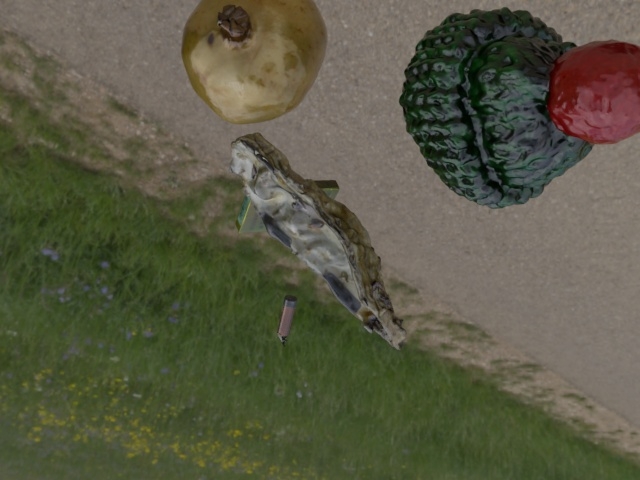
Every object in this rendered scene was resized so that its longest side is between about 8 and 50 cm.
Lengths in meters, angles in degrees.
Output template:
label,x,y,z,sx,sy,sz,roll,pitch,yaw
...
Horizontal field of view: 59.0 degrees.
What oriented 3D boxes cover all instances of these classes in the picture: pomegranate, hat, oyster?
label,x,y,z,sx,sy,sz,roll,pitch,yaw
pomegranate,-0.130,-0.367,1.100,0.307,0.308,0.307,6,153,3
hat,0.269,-0.162,0.727,0.274,0.242,0.332,34,178,-27
oyster,0.001,-0.001,0.729,0.345,0.078,0.128,49,145,3

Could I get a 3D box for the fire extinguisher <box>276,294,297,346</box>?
label,x,y,z,sx,sy,sz,roll,pitch,yaw
fire extinguisher,-0.055,0.130,0.912,0.022,0.083,0.028,-1,-156,-35

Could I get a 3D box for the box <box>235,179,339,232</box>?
label,x,y,z,sx,sy,sz,roll,pitch,yaw
box,-0.067,-0.070,1.152,0.193,0.030,0.121,-6,144,-30
